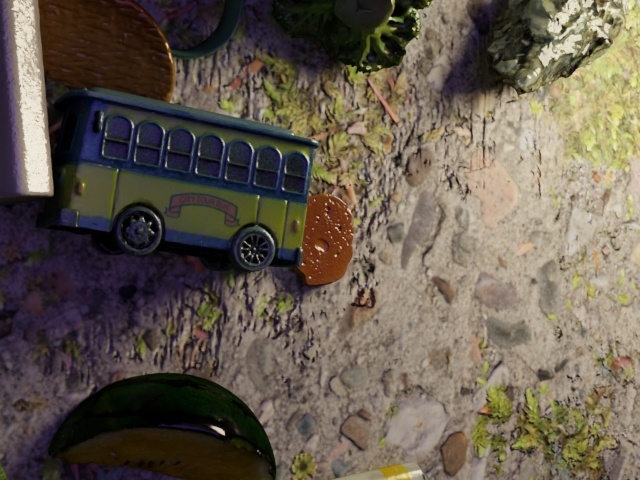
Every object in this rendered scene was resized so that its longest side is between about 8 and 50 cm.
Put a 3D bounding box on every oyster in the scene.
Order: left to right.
[{"bbox_3d":[0.357,-0.325,1.488,0.162,0.158,0.351,30,57,14],"label":"oyster"}]

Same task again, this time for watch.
[{"bbox_3d":[-0.194,-0.343,1.238,0.195,0.068,0.237,-44,121,-7],"label":"watch"}]

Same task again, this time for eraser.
[{"bbox_3d":[-0.387,-0.174,1.111,0.094,0.174,0.270,-6,91,-58],"label":"eraser"}]

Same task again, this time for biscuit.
[{"bbox_3d":[-0.280,-0.241,1.196,0.224,0.033,0.145,12,117,-17],"label":"biscuit"},{"bbox_3d":[0.000,0.000,1.364,0.102,0.019,0.131,12,82,-25],"label":"biscuit"}]

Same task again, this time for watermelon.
[{"bbox_3d":[-0.176,0.244,1.246,0.301,0.123,0.129,16,113,-24],"label":"watermelon"}]

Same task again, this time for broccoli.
[{"bbox_3d":[0.052,-0.333,1.285,0.254,0.269,0.269,-23,99,13],"label":"broccoli"}]

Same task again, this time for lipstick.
[{"bbox_3d":[0.016,0.351,1.334,0.263,0.059,0.059,-6,90,-25],"label":"lipstick"}]

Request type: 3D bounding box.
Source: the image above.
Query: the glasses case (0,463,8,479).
[{"bbox_3d":[-0.447,0.196,1.123,0.095,0.062,0.272,-26,99,-30],"label":"glasses case"}]

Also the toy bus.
[{"bbox_3d":[-0.174,-0.067,1.214,0.312,0.152,0.190,10,86,-24],"label":"toy bus"}]
